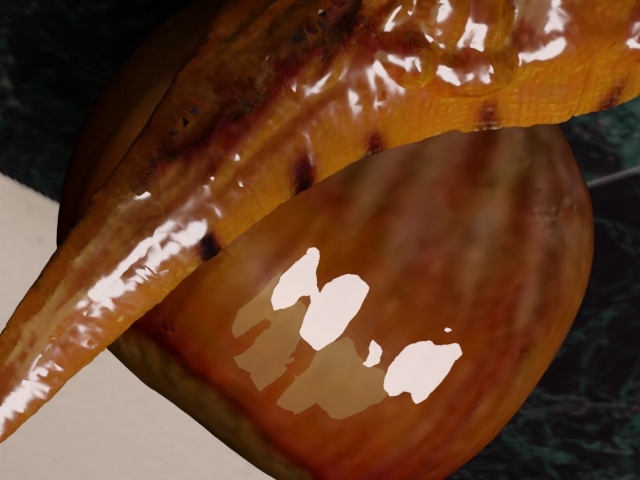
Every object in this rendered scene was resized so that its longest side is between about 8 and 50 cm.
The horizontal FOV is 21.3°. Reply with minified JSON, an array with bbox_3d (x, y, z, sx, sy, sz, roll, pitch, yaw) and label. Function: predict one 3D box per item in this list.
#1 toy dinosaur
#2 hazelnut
[{"bbox_3d":[0.016,-0.095,0.577,0.432,0.097,0.208,-22,94,-8],"label":"toy dinosaur"},{"bbox_3d":[0.003,-0.004,0.696,0.210,0.210,0.186,19,164,-4],"label":"hazelnut"}]
